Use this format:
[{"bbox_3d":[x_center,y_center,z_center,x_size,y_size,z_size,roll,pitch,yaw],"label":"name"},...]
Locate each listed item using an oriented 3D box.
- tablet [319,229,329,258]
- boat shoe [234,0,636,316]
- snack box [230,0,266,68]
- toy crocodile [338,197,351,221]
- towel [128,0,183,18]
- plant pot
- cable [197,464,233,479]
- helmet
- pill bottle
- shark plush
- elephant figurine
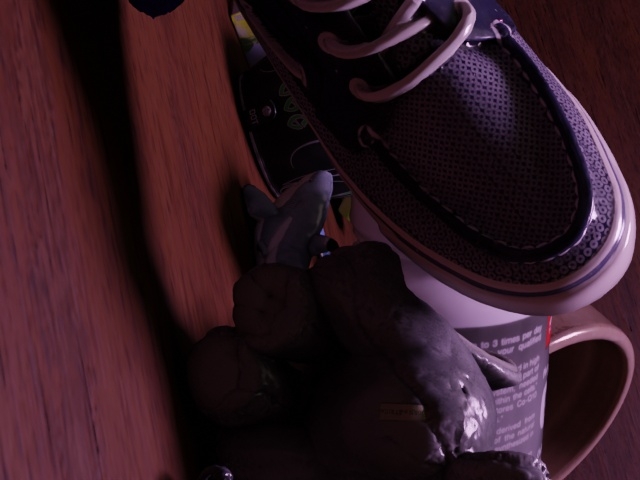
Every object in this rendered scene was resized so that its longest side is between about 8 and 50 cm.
[{"bbox_3d":[0.000,0.000,1.258,0.054,0.006,0.083,45,29,-74],"label":"tablet"},{"bbox_3d":[0.023,-0.112,0.598,0.340,0.127,0.158,50,1,26],"label":"boat shoe"},{"bbox_3d":[-0.005,-0.202,1.138,0.037,0.141,0.100,-97,168,-54],"label":"snack box"},{"bbox_3d":[0.042,-0.157,1.563,0.115,0.105,0.340,-50,-137,46],"label":"toy crocodile"},{"bbox_3d":[-0.143,-0.277,0.604,0.308,0.076,0.228,55,27,-68],"label":"towel"},{"bbox_3d":[0.135,0.118,1.162,0.229,0.263,0.263,48,-9,36],"label":"plant pot"},{"bbox_3d":[-0.031,0.201,0.520,0.184,0.047,0.150,-100,175,-54],"label":"cable"},{"bbox_3d":[0.021,-0.117,1.065,0.169,0.161,0.169,-16,90,-82],"label":"helmet"},{"bbox_3d":[0.091,0.083,0.889,0.161,0.161,0.283,-85,175,-70],"label":"pill bottle"},{"bbox_3d":[-0.018,0.003,0.896,0.161,0.067,0.073,-92,164,-59],"label":"shark plush"},{"bbox_3d":[0.034,0.092,0.697,0.239,0.169,0.186,39,30,-70],"label":"elephant figurine"}]
